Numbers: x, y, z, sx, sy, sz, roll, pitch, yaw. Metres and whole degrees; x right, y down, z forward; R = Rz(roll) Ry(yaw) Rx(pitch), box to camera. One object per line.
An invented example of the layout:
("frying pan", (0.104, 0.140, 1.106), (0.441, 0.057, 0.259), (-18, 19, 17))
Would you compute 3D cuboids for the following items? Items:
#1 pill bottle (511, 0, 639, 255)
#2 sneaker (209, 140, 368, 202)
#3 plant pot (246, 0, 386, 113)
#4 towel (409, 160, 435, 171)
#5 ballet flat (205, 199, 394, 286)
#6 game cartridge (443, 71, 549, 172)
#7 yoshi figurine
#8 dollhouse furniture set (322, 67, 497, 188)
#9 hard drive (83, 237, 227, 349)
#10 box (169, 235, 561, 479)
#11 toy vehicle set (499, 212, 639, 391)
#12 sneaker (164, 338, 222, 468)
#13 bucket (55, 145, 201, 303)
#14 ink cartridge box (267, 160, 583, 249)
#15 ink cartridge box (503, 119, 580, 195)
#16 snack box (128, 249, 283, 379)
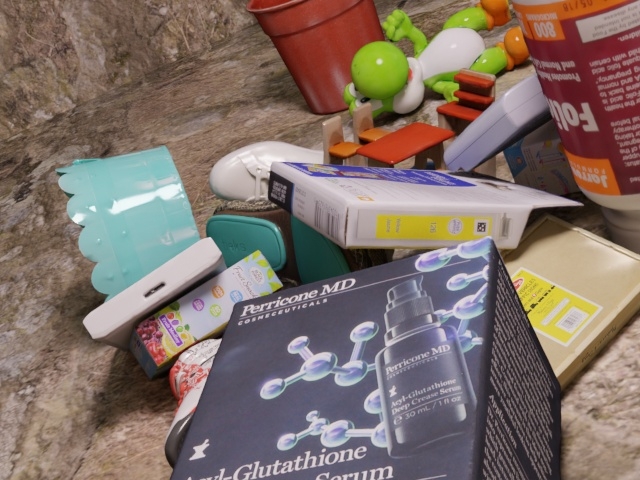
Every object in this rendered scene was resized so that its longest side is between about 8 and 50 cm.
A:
("pill bottle", (0.385, -0.177, 1.368), (0.224, 0.392, 0.224), (-21, 22, 9))
("sneaker", (-0.035, -0.099, 1.904), (0.290, 0.105, 0.123), (-4, 27, -13))
("plant pot", (0.019, -0.428, 2.440), (0.273, 0.265, 0.272), (-21, 23, 9))
("towel", (0.152, -0.091, 1.883), (0.119, 0.029, 0.067), (-38, 26, -30))
("ballet flat", (0.000, 0.000, 1.710), (0.182, 0.164, 0.483), (-17, 16, -27))
("game cartridge", (0.317, -0.203, 1.570), (0.297, 0.062, 0.198), (-32, -10, -30))
("yoshi figurine", (0.205, -0.345, 2.177), (0.362, 0.203, 0.203), (-27, 29, 4))
("dollhouse furniture set", (0.169, -0.169, 1.816), (0.262, 0.135, 0.259), (21, 36, 39))
("hard drive", (-0.227, 0.085, 1.668), (0.203, 0.040, 0.307), (-34, -6, -6))
("box", (0.047, 0.218, 1.047), (0.294, 0.212, 0.395), (-16, 30, 21))
("toy vehicle set", (0.250, 0.081, 1.325), (0.166, 0.035, 0.267), (29, 54, 34))
("sneaker", (-0.148, 0.209, 1.470), (0.145, 0.090, 0.270), (-9, 24, 36))
("bucket", (-0.302, -0.015, 1.882), (0.183, 0.281, 0.281), (-19, 22, -10))
("ink cartridge box", (0.121, -0.046, 1.470), (0.307, 0.072, 0.303), (3, 10, -20))
("ink cartridge box", (0.356, -0.127, 1.674), (0.143, 0.092, 0.090), (-11, 26, 33))
("snack box", (-0.167, 0.109, 1.639), (0.207, 0.070, 0.174), (-31, -5, -18))
